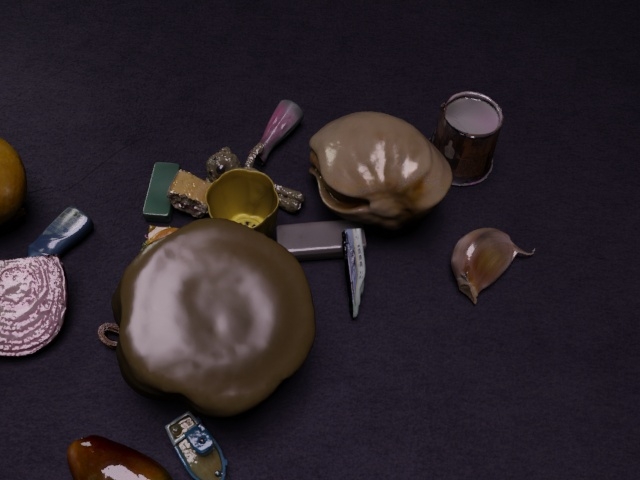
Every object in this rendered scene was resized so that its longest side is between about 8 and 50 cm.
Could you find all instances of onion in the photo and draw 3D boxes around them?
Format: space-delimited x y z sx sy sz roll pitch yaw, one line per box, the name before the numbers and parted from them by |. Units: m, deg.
onion | -0.764 0.169 1.762 0.249 0.111 0.248 -6 81 -18

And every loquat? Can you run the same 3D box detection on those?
loquat | -0.909 -0.149 1.857 0.274 0.275 0.275 1 59 -2

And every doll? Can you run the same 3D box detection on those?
doll | -0.197 -0.156 1.991 0.202 0.091 0.286 -40 87 9

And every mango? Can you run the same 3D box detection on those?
mango | -0.446 0.525 1.544 0.267 0.111 0.133 21 44 12

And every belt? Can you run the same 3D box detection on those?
belt | -0.521 0.244 1.759 0.083 0.036 0.059 22 67 11

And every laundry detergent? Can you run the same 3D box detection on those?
laundry detergent | -0.716 0.000 1.884 0.096 0.061 0.206 33 63 14

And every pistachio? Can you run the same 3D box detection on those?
pistachio | 0.154 -0.200 1.930 0.365 0.282 0.445 -31 45 -28

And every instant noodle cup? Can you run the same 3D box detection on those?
instant noodle cup | 0.421 -0.301 2.029 0.217 0.207 0.218 2 59 -3

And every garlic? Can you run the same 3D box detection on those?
garlic | 0.460 0.029 1.900 0.266 0.149 0.128 -31 28 -15

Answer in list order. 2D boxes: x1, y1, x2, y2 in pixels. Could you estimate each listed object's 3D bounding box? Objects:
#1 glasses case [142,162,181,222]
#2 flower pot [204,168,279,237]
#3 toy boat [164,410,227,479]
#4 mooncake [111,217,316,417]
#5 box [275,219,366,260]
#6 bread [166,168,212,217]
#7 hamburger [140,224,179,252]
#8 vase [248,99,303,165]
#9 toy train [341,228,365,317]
glasses case | -0.451 -0.138 1.991 0.077 0.039 0.184 4 59 1
flower pot | -0.204 -0.066 1.875 0.195 0.179 0.195 0 59 0
toy boat | -0.279 0.477 1.588 0.088 0.102 0.215 -32 65 -17
mooncake | -0.253 0.187 1.635 0.466 0.262 0.468 7 66 -16
box | 0.000 0.000 1.916 0.243 0.055 0.103 -4 59 -6
bread | -0.363 -0.128 1.956 0.125 0.082 0.106 24 43 -11
hamburger | -0.390 0.039 1.854 0.189 0.093 0.164 11 61 5
vase | -0.138 -0.322 2.096 0.086 0.086 0.214 27 66 14
toy train | 0.092 0.087 1.839 0.051 0.052 0.234 -4 78 -10
